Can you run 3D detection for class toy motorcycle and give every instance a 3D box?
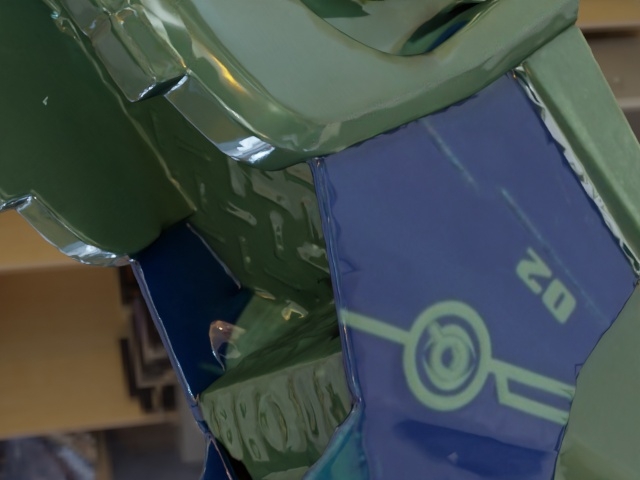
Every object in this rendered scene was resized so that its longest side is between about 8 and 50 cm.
[{"bbox_3d":[0.000,0.000,0.503,0.326,0.200,0.191,57,149,-5],"label":"toy motorcycle"}]
